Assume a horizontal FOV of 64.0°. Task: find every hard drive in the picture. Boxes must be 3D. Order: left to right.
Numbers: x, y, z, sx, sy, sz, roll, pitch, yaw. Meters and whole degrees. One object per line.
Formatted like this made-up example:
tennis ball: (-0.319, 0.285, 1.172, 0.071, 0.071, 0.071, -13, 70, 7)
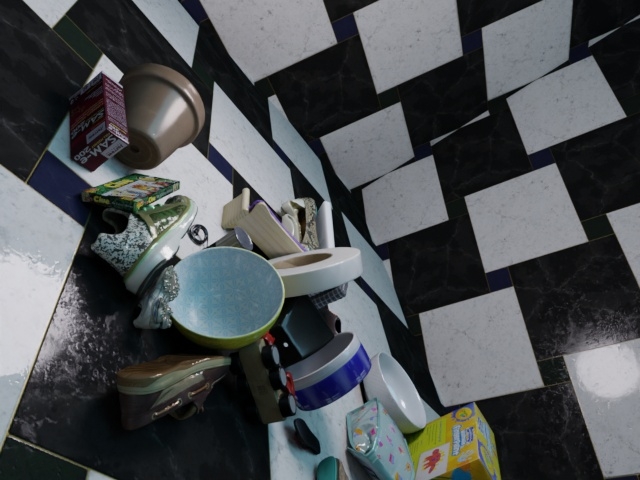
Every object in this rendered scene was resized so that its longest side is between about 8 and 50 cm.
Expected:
hard drive: (0.000, 0.000, 2.291, 0.040, 0.203, 0.308, 15, 44, -19)

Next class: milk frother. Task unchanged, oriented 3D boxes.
milk frother: (-0.301, -0.004, 1.535, 0.143, 0.134, 0.129, 47, 19, -36)

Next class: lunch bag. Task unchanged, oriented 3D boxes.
lunch bag: (0.198, 0.702, 1.708, 0.223, 0.160, 0.262, 55, 10, -14)

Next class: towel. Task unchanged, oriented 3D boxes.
towel: (-0.013, 0.170, 1.921, 0.121, 0.235, 0.284, 59, 16, -12)

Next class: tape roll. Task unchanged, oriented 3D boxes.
tape roll: (-0.056, 0.098, 1.646, 0.392, 0.391, 0.072, -38, 119, -75)

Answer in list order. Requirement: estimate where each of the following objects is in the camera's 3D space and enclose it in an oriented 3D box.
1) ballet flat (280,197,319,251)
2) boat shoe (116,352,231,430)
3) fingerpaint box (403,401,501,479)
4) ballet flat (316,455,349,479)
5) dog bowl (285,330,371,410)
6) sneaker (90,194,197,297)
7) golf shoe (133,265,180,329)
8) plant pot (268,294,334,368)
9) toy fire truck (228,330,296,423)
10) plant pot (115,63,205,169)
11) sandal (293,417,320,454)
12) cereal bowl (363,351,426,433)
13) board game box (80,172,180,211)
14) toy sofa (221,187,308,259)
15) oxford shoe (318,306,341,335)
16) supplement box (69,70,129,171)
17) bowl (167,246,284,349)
ballet flat: (-0.101, -0.076, 2.285, 0.182, 0.164, 0.483, 36, 28, -31)
boat shoe: (-0.293, 0.307, 1.059, 0.342, 0.123, 0.123, 17, 73, -75)
fingerpaint box: (0.443, 0.815, 1.855, 0.163, 0.371, 0.445, 59, 15, 3)
ballet flat: (0.033, 0.694, 1.318, 0.106, 0.107, 0.316, 63, 16, -11)
dog bowl: (0.017, 0.388, 1.536, 0.104, 0.264, 0.265, 60, 15, -5)
sneaker: (-0.424, -0.042, 1.240, 0.182, 0.158, 0.410, 39, 17, -19)
golf shoe: (-0.371, 0.125, 1.151, 0.176, 0.086, 0.069, -90, 166, -52)
plant pot: (-0.103, 0.288, 1.545, 0.187, 0.188, 0.167, 57, 28, -6)
toy fire truck: (-0.151, 0.336, 1.367, 0.246, 0.158, 0.217, -67, 141, -72)
plant pot: (-0.484, -0.323, 1.445, 0.263, 0.263, 0.229, 48, 37, -34)
sandal: (-0.045, 0.563, 1.451, 0.067, 0.040, 0.179, -97, 166, -45)
cereal bowl: (0.282, 0.638, 2.097, 0.339, 0.141, 0.339, 49, 16, -19)
board game box: (-0.467, -0.126, 1.288, 0.260, 0.136, 0.030, -68, 166, -72)
toy sofa: (-0.179, -0.021, 1.870, 0.362, 0.177, 0.150, 48, 19, -31)
oxford shoe: (0.032, 0.312, 2.034, 0.097, 0.098, 0.271, 36, 27, -54)
supplement box: (-0.564, -0.304, 1.296, 0.073, 0.130, 0.239, 38, 25, -51)
bowl: (-0.241, 0.171, 1.284, 0.156, 0.289, 0.289, 102, -21, -43)
